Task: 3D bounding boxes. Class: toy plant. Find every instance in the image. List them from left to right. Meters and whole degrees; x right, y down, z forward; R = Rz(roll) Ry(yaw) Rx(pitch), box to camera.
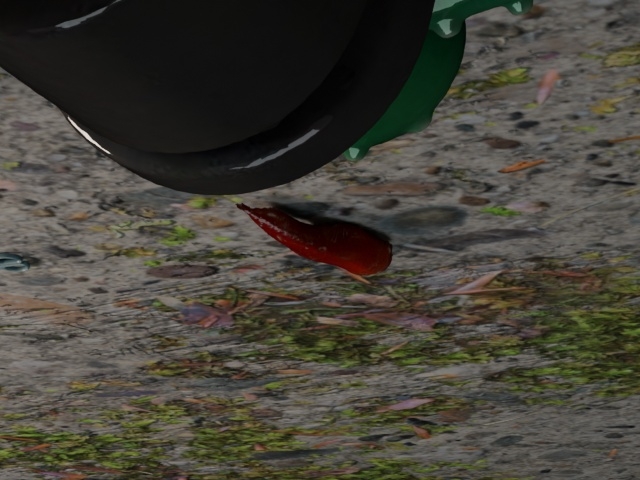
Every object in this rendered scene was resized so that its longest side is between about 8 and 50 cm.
[{"bbox_3d":[-0.021,-0.115,0.845,0.279,0.185,0.400,-36,161,12],"label":"toy plant"}]

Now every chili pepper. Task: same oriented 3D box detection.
[{"bbox_3d":[0.000,0.000,1.440,0.045,0.027,0.178,-13,157,37],"label":"chili pepper"}]

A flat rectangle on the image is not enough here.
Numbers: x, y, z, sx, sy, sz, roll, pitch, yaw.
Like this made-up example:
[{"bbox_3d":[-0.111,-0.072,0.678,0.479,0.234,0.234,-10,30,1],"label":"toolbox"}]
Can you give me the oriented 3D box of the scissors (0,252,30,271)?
[{"bbox_3d":[-0.275,0.021,1.533,0.083,0.006,0.036,-6,160,18],"label":"scissors"}]
